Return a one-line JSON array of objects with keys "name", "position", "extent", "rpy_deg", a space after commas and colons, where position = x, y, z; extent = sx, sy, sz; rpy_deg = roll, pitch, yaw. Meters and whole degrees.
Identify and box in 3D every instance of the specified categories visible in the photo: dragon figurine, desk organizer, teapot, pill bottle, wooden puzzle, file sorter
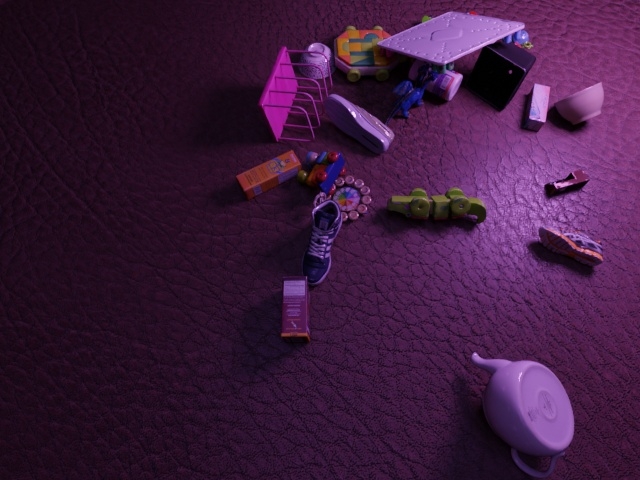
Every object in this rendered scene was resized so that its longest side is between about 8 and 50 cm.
[{"name": "dragon figurine", "position": [0.332, -0.555, 1.587], "extent": [0.289, 0.144, 0.085], "rpy_deg": [-38, 67, -5]}, {"name": "desk organizer", "position": [0.878, -0.208, 1.470], "extent": [0.130, 0.047, 0.050], "rpy_deg": [-15, 64, -4]}, {"name": "teapot", "position": [0.538, 0.463, 1.124], "extent": [0.252, 0.187, 0.256], "rpy_deg": [34, 51, -12]}, {"name": "pill bottle", "position": [0.455, -0.647, 1.647], "extent": [0.193, 0.108, 0.108], "rpy_deg": [33, 72, 15]}, {"name": "wooden puzzle", "position": [0.128, -0.142, 1.492], "extent": [0.078, 0.014, 0.116], "rpy_deg": [-10, 66, 3]}, {"name": "file sorter", "position": [-0.081, -0.545, 1.561], "extent": [0.182, 0.202, 0.291], "rpy_deg": [9, 67, 16]}]

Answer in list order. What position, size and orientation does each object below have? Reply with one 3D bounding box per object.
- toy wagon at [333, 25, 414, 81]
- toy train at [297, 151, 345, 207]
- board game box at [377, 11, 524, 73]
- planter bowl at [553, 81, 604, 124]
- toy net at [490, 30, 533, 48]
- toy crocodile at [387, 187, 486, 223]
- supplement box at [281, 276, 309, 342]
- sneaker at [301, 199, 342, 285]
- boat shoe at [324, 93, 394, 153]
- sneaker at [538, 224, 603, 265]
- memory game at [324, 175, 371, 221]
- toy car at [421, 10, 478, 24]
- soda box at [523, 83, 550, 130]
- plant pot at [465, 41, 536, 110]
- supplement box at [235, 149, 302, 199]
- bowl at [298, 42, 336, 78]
[{"name": "toy wagon", "position": [0.230, -0.792, 1.733], "extent": [0.344, 0.068, 0.267], "rpy_deg": [-2, 66, -1]}, {"name": "toy train", "position": [-0.026, -0.211, 1.477], "extent": [0.143, 0.105, 0.248], "rpy_deg": [19, 71, 30]}, {"name": "board game box", "position": [0.481, -0.764, 1.575], "extent": [0.390, 0.050, 0.390], "rpy_deg": [-28, 43, -13]}, {"name": "planter bowl", "position": [0.981, -0.504, 1.549], "extent": [0.162, 0.162, 0.109], "rpy_deg": [-24, 95, -8]}, {"name": "toy net", "position": [0.775, -0.845, 1.757], "extent": [0.232, 0.045, 0.122], "rpy_deg": [1, 68, 5]}, {"name": "toy crocodile", "position": [0.401, -0.116, 1.426], "extent": [0.340, 0.105, 0.115], "rpy_deg": [0, 25, 3]}, {"name": "supplement box", "position": [-0.077, 0.218, 1.293], "extent": [0.080, 0.104, 0.188], "rpy_deg": [-2, 66, 2]}, {"name": "sneaker", "position": [0.000, 0.000, 1.353], "extent": [0.099, 0.153, 0.282], "rpy_deg": [16, 73, 9]}, {"name": "boat shoe", "position": [0.148, -0.452, 1.577], "extent": [0.302, 0.109, 0.094], "rpy_deg": [42, 56, 1]}, {"name": "sneaker", "position": [0.828, 0.003, 1.366], "extent": [0.214, 0.084, 0.083], "rpy_deg": [29, 67, 4]}, {"name": "memory game", "position": [0.091, -0.151, 1.486], "extent": [0.186, 0.012, 0.186], "rpy_deg": [-3, 67, 8]}, {"name": "toy car", "position": [0.546, -0.920, 1.793], "extent": [0.224, 0.053, 0.239], "rpy_deg": [22, 68, 12]}, {"name": "soda box", "position": [0.840, -0.518, 1.601], "extent": [0.062, 0.058, 0.183], "rpy_deg": [15, 67, 9]}, {"name": "plant pot", "position": [0.720, -0.661, 1.612], "extent": [0.167, 0.188, 0.187], "rpy_deg": [-37, 69, -25]}, {"name": "supplement box", "position": [-0.187, -0.241, 1.514], "extent": [0.233, 0.080, 0.078], "rpy_deg": [-27, 70, -12]}, {"name": "bowl", "position": [-0.014, -0.774, 1.738], "extent": [0.170, 0.080, 0.170], "rpy_deg": [-1, 67, 2]}]
